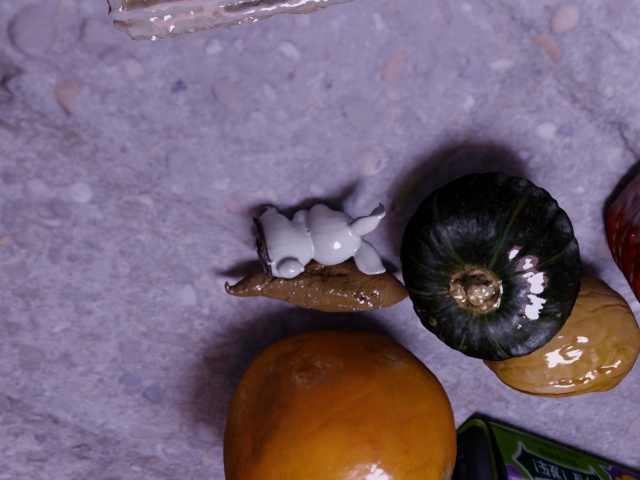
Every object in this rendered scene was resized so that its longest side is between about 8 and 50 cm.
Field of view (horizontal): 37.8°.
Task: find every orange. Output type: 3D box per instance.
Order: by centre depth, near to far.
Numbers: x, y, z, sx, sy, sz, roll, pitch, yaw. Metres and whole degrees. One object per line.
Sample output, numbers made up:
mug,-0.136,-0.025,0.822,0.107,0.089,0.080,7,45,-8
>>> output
orange,0.022,0.226,1.033,0.261,0.261,0.261,-6,129,-8

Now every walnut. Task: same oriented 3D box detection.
walnut,0.270,0.110,1.057,0.180,0.144,0.144,-11,130,4

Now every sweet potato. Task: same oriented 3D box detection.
sweet potato,0.001,0.048,0.995,0.206,0.068,0.060,2,103,-7

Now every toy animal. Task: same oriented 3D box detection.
toy animal,-0.002,-0.002,0.950,0.124,0.085,0.071,-11,113,-11

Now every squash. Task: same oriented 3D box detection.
squash,0.173,0.026,0.948,0.193,0.193,0.156,-51,156,26

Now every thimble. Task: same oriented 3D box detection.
thimble,0.404,0.006,1.011,0.163,0.125,0.189,-32,128,17

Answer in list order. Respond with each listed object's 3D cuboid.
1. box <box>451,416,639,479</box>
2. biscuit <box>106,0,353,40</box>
box,0.328,0.347,1.263,0.345,0.134,0.097,23,122,-28
biscuit,0.042,-0.241,0.721,0.426,0.144,0.078,-11,131,-3
